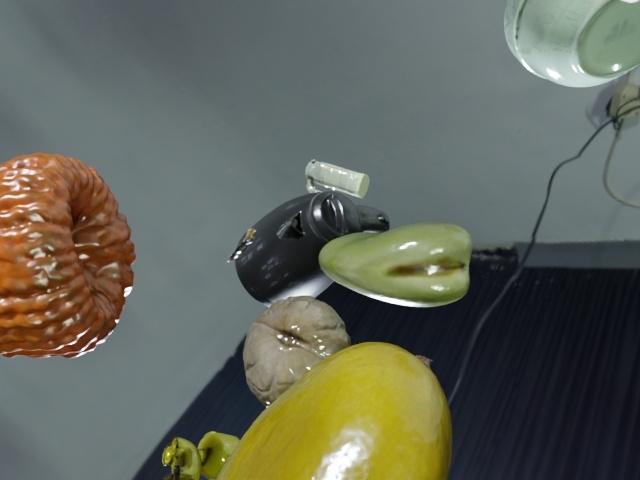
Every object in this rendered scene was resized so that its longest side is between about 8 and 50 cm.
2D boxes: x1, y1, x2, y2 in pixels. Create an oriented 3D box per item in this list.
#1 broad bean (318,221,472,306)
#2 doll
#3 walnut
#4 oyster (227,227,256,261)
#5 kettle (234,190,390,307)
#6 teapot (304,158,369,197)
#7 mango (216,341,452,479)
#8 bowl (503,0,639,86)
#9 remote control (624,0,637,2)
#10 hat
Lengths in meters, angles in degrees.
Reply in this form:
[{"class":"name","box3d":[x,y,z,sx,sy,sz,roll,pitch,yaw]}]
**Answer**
[{"class":"broad bean","box3d":[0.106,0.039,0.904,0.263,0.189,0.121,-5,92,55]},{"class":"doll","box3d":[-0.237,0.493,1.320,0.220,0.135,0.143,15,128,-35]},{"class":"walnut","box3d":[-0.035,0.178,0.906,0.178,0.178,0.230,29,166,9]},{"class":"oyster","box3d":[-0.135,0.009,1.041,0.019,0.054,0.083,35,120,-6]},{"class":"kettle","box3d":[0.000,0.000,1.235,0.290,0.268,0.208,-39,60,47]},{"class":"teapot","box3d":[0.045,-0.183,1.873,0.200,0.107,0.077,20,-178,24]},{"class":"mango","box3d":[-0.009,0.228,0.476,0.142,0.332,0.195,41,160,-20]},{"class":"bowl","box3d":[0.490,-0.397,1.026,0.307,0.163,0.307,-8,139,-7]},{"class":"remote control","box3d":[0.340,-0.400,0.801,0.230,0.049,0.090,21,104,5]},{"class":"hat","box3d":[-0.488,0.037,0.868,0.400,0.285,0.285,-7,134,14]}]
